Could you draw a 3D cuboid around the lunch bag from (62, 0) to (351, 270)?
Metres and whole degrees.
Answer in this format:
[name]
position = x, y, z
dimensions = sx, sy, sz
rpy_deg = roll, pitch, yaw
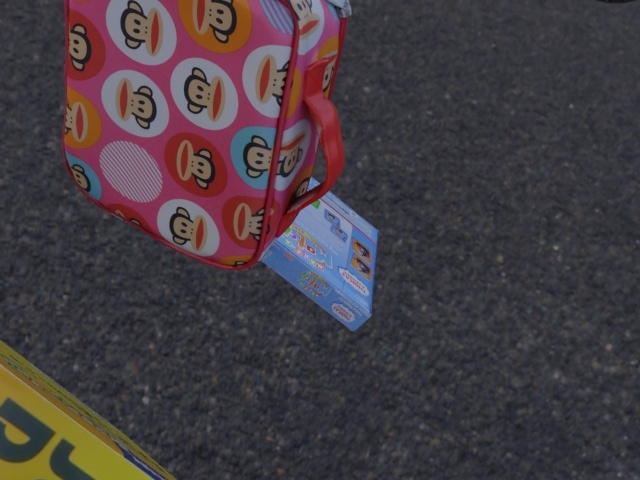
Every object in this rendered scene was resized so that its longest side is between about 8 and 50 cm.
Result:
[lunch bag]
position = -0.094, -0.121, 0.757
dimensions = 0.258, 0.293, 0.120
rpy_deg = 26, 39, 13

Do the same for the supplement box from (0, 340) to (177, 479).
[supplement box]
position = -0.226, 0.186, 0.572
dimensions = 0.195, 0.356, 0.194
rpy_deg = 43, 72, -20

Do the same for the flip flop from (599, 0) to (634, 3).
[flip flop]
position = 0.196, -0.282, 0.498
dimensions = 0.112, 0.277, 0.080
rpy_deg = 7, 25, 7

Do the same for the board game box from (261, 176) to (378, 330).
[board game box]
position = 0.000, 0.000, 1.083
dimensions = 0.160, 0.039, 0.211
rpy_deg = 39, 25, -14
